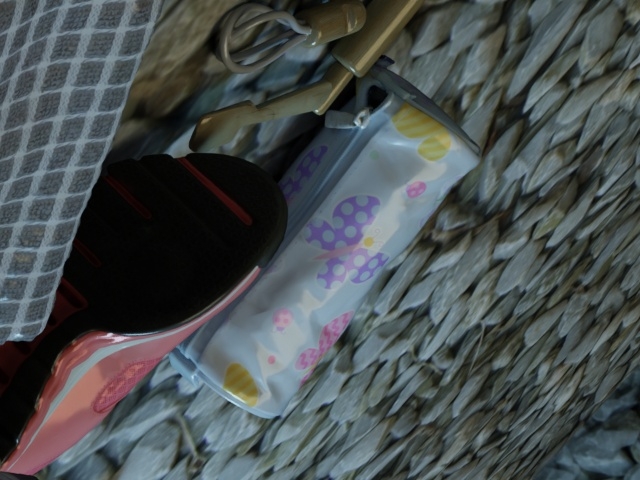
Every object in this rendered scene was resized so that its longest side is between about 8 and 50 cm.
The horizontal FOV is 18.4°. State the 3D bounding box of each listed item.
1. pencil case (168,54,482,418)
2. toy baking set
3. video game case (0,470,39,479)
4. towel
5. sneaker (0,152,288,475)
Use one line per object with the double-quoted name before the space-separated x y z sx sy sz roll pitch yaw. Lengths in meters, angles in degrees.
"pencil case" 0.000 0.000 1.453 0.273 0.113 0.124 -53 166 10
"toy baking set" 0.007 -0.157 1.316 0.256 0.030 0.197 -52 158 6
"video game case" -0.300 0.161 1.061 0.196 0.026 0.274 -25 160 17
"towel" -0.205 -0.044 0.914 0.235 0.121 0.284 -26 150 -47
"sneaker" -0.157 0.057 1.263 0.314 0.116 0.136 -38 168 -10
